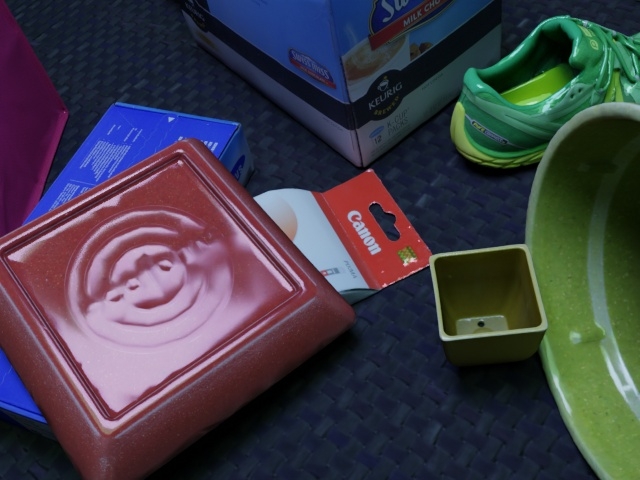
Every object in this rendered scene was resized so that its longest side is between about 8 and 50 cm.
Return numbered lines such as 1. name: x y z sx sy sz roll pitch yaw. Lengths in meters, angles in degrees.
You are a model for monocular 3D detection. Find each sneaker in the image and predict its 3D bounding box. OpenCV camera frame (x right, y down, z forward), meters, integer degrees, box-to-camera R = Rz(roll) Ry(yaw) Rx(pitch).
1. sneaker: 0.272 -0.163 0.707 0.295 0.123 0.109 -21 52 -5

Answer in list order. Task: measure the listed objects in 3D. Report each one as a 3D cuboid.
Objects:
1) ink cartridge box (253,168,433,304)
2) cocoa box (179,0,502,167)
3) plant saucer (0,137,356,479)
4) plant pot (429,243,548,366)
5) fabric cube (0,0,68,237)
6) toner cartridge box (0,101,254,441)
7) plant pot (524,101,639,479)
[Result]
1. ink cartridge box: 0.000 0.000 0.693 0.179 0.045 0.145 -26 53 -5
2. cocoa box: 0.002 -0.299 0.799 0.231 0.228 0.347 -37 55 -16
3. plant saucer: -0.143 0.036 0.607 0.258 0.048 0.259 -33 65 -22
4. plant pot: 0.137 0.064 0.590 0.081 0.083 0.082 -7 52 7
5. fabric cube: -0.466 -0.126 0.755 0.258 0.254 0.259 -3 52 7
6. toner cartridge box: -0.213 0.017 0.705 0.165 0.075 0.348 14 58 19
7. plant pot: 0.318 0.032 0.489 0.253 0.276 0.276 -8 51 -9
